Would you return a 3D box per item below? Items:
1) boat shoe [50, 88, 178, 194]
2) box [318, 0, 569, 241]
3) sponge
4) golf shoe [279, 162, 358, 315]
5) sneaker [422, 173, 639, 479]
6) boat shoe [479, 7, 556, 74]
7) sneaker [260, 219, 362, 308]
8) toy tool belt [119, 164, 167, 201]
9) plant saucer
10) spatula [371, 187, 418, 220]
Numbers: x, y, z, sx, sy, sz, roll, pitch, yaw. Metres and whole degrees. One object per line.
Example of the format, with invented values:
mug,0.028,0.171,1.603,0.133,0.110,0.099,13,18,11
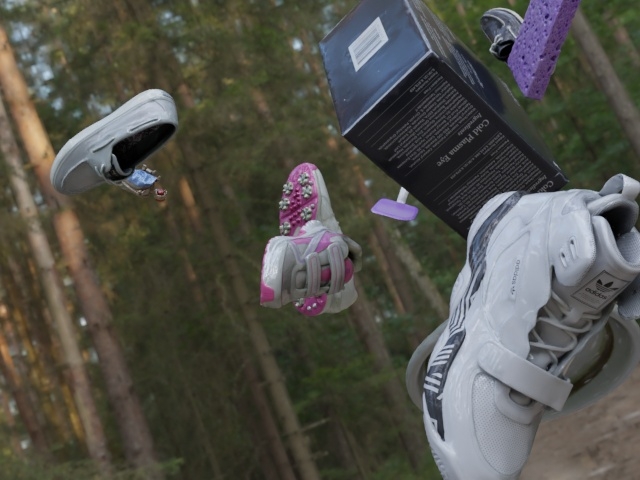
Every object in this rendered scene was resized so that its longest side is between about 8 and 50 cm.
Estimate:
boat shoe,-0.300,-0.127,1.395,0.227,0.081,0.079,-35,-40,14
box,0.179,-0.205,1.499,0.312,0.343,0.179,37,-68,-26
sponge,0.329,-0.322,1.385,0.031,0.117,0.210,10,-56,-11
golf shoe,0.000,0.000,1.903,0.140,0.306,0.115,7,-17,-44
sneaker,0.234,0.096,1.007,0.137,0.366,0.210,26,-24,-24
boat shoe,0.340,-0.357,1.736,0.064,0.206,0.075,-18,-44,-20
sneaker,-0.010,0.039,1.516,0.111,0.103,0.252,14,27,23
toy tool belt,-0.302,-0.102,1.652,0.052,0.083,0.051,-64,-6,-52
plant saucer,0.338,0.185,1.645,0.400,0.101,0.401,-5,-40,-4
spatula,0.176,-0.114,1.928,0.296,0.084,0.030,-60,-17,-51
